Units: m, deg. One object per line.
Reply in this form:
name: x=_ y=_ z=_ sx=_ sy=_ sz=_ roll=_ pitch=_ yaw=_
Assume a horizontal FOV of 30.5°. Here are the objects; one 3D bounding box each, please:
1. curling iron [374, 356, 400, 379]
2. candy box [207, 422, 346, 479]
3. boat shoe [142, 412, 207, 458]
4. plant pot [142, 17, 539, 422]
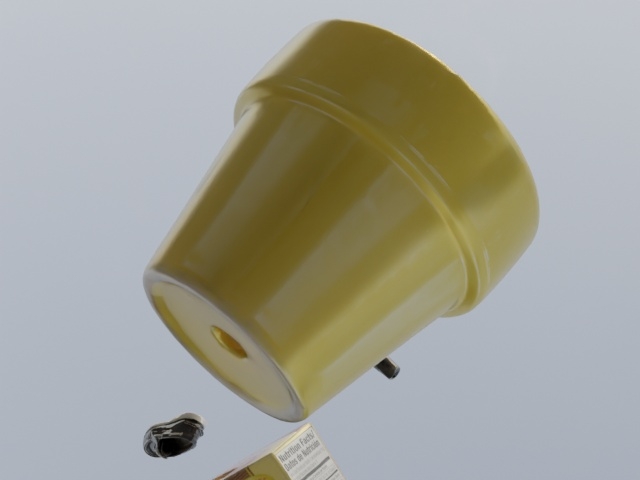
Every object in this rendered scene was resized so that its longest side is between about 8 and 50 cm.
curling iron: x=-0.013 y=0.055 z=1.298 sx=0.035 sy=0.068 sz=0.274 roll=-30 pitch=-114 yaw=-31
candy box: x=-0.008 y=0.365 z=1.184 sx=0.183 sy=0.087 sz=0.316 roll=-34 pitch=-92 yaw=31
boat shoe: x=-0.186 y=0.250 z=1.452 sx=0.125 sy=0.046 sz=0.038 roll=-28 pitch=-149 yaw=42
plant pot: x=0.000 y=0.000 z=0.909 sx=0.254 sy=0.254 sz=0.239 roll=27 pitch=-116 yaw=36
